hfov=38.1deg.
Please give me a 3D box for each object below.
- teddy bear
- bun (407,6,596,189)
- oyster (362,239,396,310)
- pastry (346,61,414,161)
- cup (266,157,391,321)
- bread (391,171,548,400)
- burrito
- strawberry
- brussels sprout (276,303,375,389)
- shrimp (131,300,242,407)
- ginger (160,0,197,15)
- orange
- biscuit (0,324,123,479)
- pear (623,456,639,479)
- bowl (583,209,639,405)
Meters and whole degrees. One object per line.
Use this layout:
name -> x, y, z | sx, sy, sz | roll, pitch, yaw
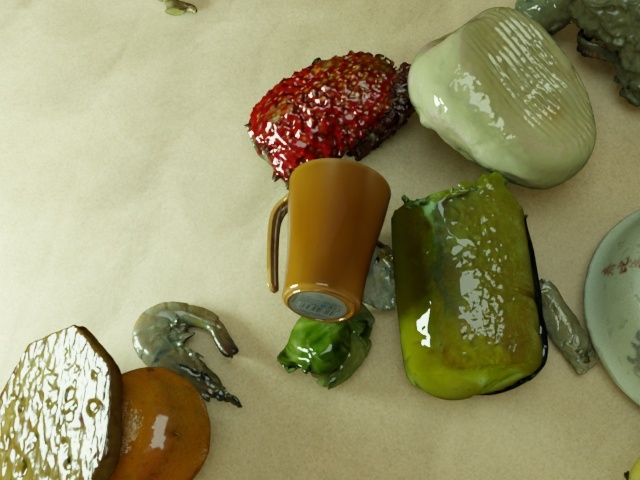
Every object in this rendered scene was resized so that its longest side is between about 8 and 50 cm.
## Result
teddy bear -> 0.612, -0.480, 1.792 | 0.357, 0.224, 0.367 | 37, 60, 17
bun -> 0.320, -0.244, 1.667 | 0.361, 0.213, 0.361 | 14, 59, -23
oyster -> 0.100, 0.057, 1.658 | 0.121, 0.045, 0.146 | -25, 86, -48
pastry -> 0.117, -0.246, 1.758 | 0.115, 0.097, 0.208 | 41, 78, 12
cup -> 0.000, 0.000, 1.594 | 0.226, 0.182, 0.264 | -11, 54, 32
bread -> 0.251, 0.081, 1.576 | 0.251, 0.208, 0.377 | -4, 72, 7
burrito -> 0.421, 0.145, 1.616 | 0.058, 0.045, 0.188 | -23, 67, -13
strawberry -> -0.017, -0.248, 1.681 | 0.306, 0.137, 0.233 | -49, 52, 20
brussels sprout -> 0.013, 0.170, 1.608 | 0.181, 0.100, 0.139 | -46, 57, -8
shrimp -> -0.214, 0.195, 1.631 | 0.254, 0.059, 0.145 | 26, 62, 18
ginger -> -0.302, -0.481, 1.913 | 0.097, 0.030, 0.048 | 25, 44, 10
orange -> -0.283, 0.322, 1.523 | 0.224, 0.170, 0.224 | -11, 66, 25
biscuit -> -0.435, 0.312, 1.505 | 0.359, 0.046, 0.359 | -19, 61, 37
pear -> 0.620, 0.406, 1.373 | 0.309, 0.309, 0.309 | -1, 69, 3
bowl -> 0.676, 0.093, 1.526 | 0.434, 0.196, 0.435 | 1, 69, -2
